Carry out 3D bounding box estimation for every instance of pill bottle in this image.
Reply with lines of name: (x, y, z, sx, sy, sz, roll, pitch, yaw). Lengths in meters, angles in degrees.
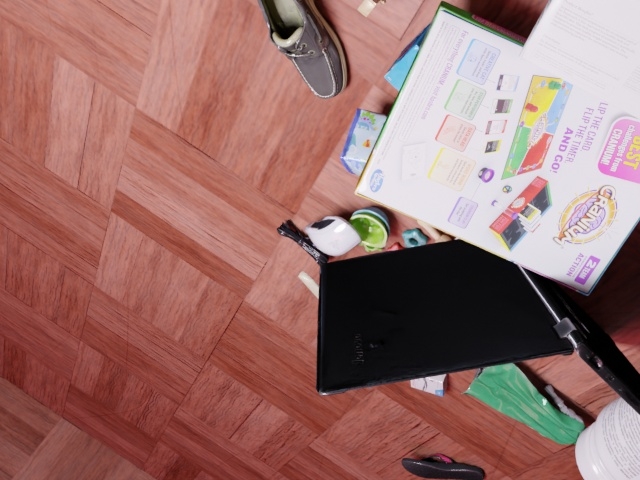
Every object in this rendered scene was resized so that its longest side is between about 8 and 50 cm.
pill bottle: (0.522, 0.293, 1.109, 0.160, 0.160, 0.283, 31, 141, 3)

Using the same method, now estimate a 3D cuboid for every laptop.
laptop: (0.223, 0.152, 0.945, 0.408, 0.382, 0.236, 43, 105, -13)

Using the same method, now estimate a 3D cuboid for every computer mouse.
computer mouse: (0.000, 0.000, 1.216, 0.106, 0.042, 0.193, 44, 159, -13)

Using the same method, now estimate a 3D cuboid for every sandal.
sandal: (0.268, 0.493, 1.602, 0.179, 0.040, 0.067, 3, 140, 13)

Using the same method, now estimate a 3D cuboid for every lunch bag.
lunch bag: (0.113, -0.112, 1.023, 0.129, 0.096, 0.151, 17, 168, 20)

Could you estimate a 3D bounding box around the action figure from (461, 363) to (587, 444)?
action figure: (0.380, 0.292, 1.285, 0.232, 0.063, 0.137, 34, 140, 6)

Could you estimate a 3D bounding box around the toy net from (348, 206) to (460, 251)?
toy net: (0.158, 0.013, 1.158, 0.232, 0.045, 0.122, 16, 138, 20)

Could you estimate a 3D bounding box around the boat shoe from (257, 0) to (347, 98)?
boat shoe: (-0.034, -0.276, 0.963, 0.080, 0.073, 0.223, 1, 131, 34)

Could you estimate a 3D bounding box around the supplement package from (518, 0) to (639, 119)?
supplement package: (0.333, -0.240, 0.685, 0.194, 0.149, 0.203, 29, 141, 6)

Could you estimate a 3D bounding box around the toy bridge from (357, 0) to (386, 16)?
toy bridge: (0.005, -0.344, 0.873, 0.188, 0.063, 0.026, 38, 141, -9)

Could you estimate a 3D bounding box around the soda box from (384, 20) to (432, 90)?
soda box: (0.187, -0.172, 0.926, 0.210, 0.067, 0.071, 40, 141, -10)

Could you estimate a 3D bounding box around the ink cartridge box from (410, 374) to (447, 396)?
ink cartridge box: (0.200, 0.265, 1.408, 0.083, 0.028, 0.048, 13, 137, 24)

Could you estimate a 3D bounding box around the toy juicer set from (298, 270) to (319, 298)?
toy juicer set: (0.140, 0.116, 1.258, 0.329, 0.089, 0.209, 11, 150, 14)

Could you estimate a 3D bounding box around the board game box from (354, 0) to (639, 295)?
board game box: (0.232, -0.102, 0.864, 0.317, 0.064, 0.242, 24, 117, -1)
